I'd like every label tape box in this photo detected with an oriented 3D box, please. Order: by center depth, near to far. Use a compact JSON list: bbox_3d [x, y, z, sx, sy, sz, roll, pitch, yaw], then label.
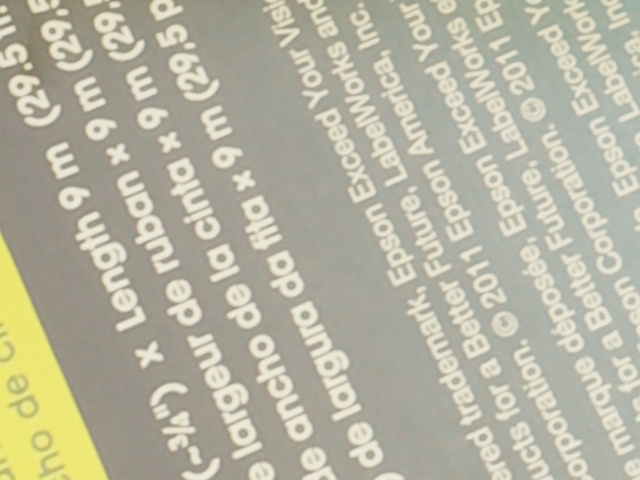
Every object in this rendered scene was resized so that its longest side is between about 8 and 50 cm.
[{"bbox_3d":[0.000,0.000,0.379,0.333,0.106,0.240,-23,80,-11],"label":"label tape box"}]
